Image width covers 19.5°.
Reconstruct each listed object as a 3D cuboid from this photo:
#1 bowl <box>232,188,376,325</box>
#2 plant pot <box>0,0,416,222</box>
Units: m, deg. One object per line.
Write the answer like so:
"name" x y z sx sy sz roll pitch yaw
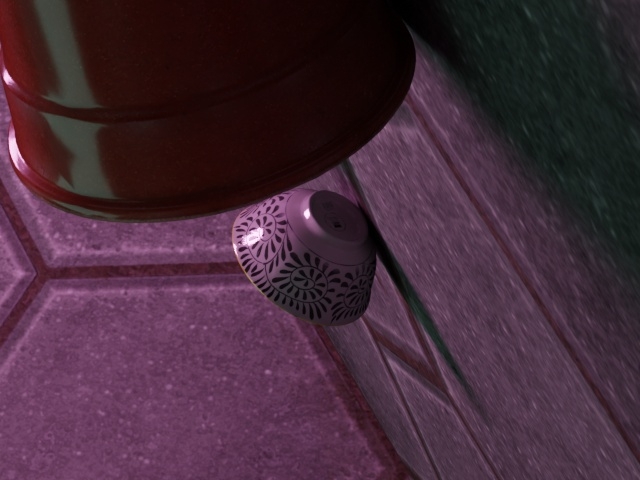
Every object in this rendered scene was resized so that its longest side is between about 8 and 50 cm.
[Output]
"bowl" 0.000 0.000 1.950 0.170 0.080 0.170 24 -142 -20
"plant pot" -0.098 -0.197 1.125 0.272 0.272 0.265 -126 17 -52
